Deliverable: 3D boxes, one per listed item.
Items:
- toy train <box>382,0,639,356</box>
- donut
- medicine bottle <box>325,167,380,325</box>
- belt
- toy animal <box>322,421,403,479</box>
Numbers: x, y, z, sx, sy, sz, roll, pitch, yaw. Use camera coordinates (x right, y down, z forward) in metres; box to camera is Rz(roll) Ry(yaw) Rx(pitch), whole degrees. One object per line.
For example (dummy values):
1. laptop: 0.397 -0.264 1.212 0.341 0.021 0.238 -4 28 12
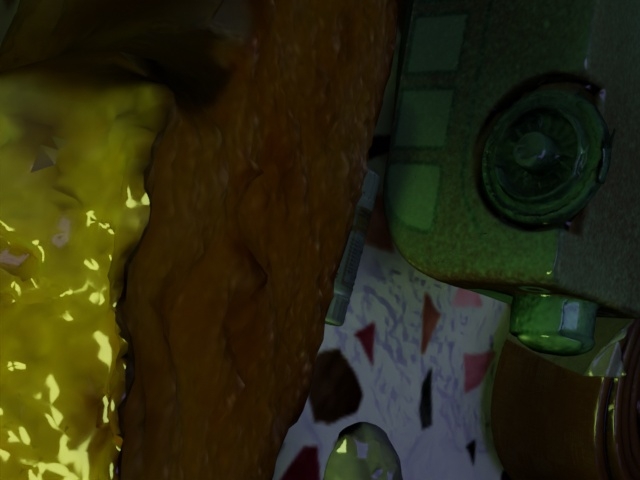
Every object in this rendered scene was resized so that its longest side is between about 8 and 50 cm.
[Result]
1. toy train: 0.128 -0.101 0.706 0.129 0.159 0.326 17 80 -46
2. donut: -0.080 -0.121 0.439 0.377 0.163 0.435 -49 144 -61
3. medicine bottle: 0.000 0.000 0.671 0.047 0.047 0.083 21 81 -43
4. belt: 0.225 0.071 0.854 0.261 0.105 0.184 -28 112 -37
5. toy animal: -0.030 0.249 0.656 0.284 0.225 0.302 -40 110 -9
